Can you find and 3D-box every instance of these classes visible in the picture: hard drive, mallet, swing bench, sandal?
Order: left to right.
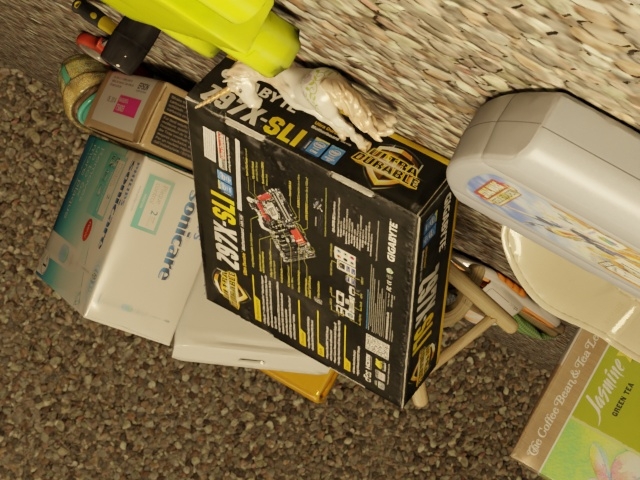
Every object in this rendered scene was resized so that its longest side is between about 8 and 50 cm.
[{"bbox_3d":[-0.209,-0.224,1.372,0.039,0.062,0.189,33,-170,-35],"label":"mallet"},{"bbox_3d":[-0.087,0.033,1.827,0.203,0.307,0.040,7,140,-9],"label":"hard drive"},{"bbox_3d":[0.057,0.022,1.598,0.253,0.165,0.254,26,150,59],"label":"swing bench"},{"bbox_3d":[0.249,0.092,1.958,0.265,0.076,0.102,31,176,-37],"label":"sandal"}]

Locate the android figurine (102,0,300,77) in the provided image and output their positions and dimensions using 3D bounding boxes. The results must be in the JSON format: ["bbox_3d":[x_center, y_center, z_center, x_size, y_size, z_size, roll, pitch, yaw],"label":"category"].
[{"bbox_3d":[-0.141,-0.197,0.907,0.273,0.056,0.248,31,177,-37],"label":"android figurine"}]

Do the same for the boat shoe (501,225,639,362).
[{"bbox_3d":[0.229,0.032,1.172,0.206,0.075,0.065,37,-161,-18],"label":"boat shoe"}]

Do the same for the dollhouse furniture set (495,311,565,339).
[{"bbox_3d":[0.202,0.119,2.126,0.301,0.151,0.198,31,176,-39],"label":"dollhouse furniture set"}]

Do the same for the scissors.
[{"bbox_3d":[-0.269,-0.241,1.691,0.109,0.021,0.297,30,178,1],"label":"scissors"}]

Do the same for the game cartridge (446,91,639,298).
[{"bbox_3d":[0.181,-0.022,0.902,0.198,0.062,0.297,25,177,1],"label":"game cartridge"}]

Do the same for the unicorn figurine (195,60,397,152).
[{"bbox_3d":[-0.009,-0.117,1.115,0.111,0.060,0.162,31,160,-28],"label":"unicorn figurine"}]

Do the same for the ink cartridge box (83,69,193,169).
[{"bbox_3d":[-0.169,-0.136,1.737,0.193,0.088,0.235,24,180,-28],"label":"ink cartridge box"}]

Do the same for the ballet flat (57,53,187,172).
[{"bbox_3d":[-0.263,-0.179,2.018,0.123,0.123,0.348,27,177,35],"label":"ballet flat"}]

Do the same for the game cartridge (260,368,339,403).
[{"bbox_3d":[-0.068,0.038,1.994,0.324,0.285,0.053,28,178,17],"label":"game cartridge"}]

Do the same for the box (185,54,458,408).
[{"bbox_3d":[0.000,0.000,1.339,0.257,0.079,0.322,29,147,22],"label":"box"}]

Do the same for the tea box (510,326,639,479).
[{"bbox_3d":[0.438,0.266,1.747,0.324,0.220,0.329,27,176,14],"label":"tea box"}]

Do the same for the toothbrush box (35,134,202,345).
[{"bbox_3d":[-0.256,-0.008,1.811,0.126,0.216,0.295,21,-178,-26],"label":"toothbrush box"}]
